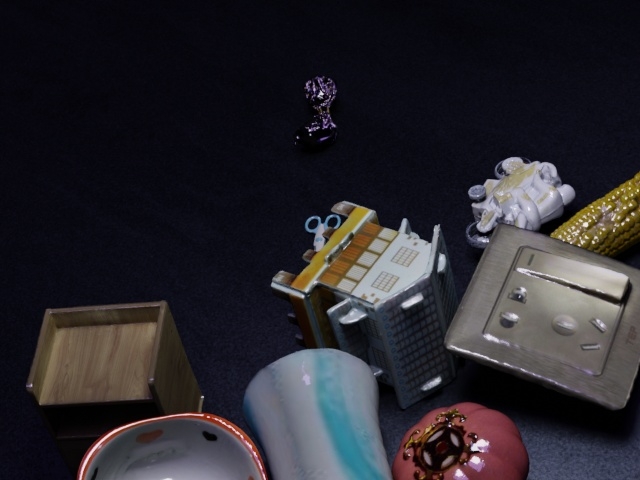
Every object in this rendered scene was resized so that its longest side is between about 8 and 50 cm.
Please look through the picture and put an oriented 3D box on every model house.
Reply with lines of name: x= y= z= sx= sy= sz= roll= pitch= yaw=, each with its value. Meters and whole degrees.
model house: x=0.081 y=0.086 z=1.930 sx=0.215 sy=0.224 sz=0.198 roll=18 pitch=53 yaw=30

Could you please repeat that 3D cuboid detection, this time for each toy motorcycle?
toy motorcycle: x=0.309 y=-0.058 z=2.122 sx=0.151 sy=0.074 sz=0.228 roll=3 pitch=37 yaw=24

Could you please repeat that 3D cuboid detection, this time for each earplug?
earplug: x=0.013 y=0.310 z=1.737 sx=0.185 sy=0.185 sz=0.324 roll=-15 pitch=41 yaw=0

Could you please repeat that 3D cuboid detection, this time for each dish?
dish: x=-0.184 y=0.346 z=1.735 sx=0.256 sy=0.117 sz=0.256 roll=6 pitch=60 yaw=-10

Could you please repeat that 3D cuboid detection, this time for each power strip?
power strip: x=0.320 y=0.113 z=1.912 sx=0.257 sy=0.092 sz=0.251 roll=19 pitch=55 yaw=14

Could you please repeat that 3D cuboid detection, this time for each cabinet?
cabinet: x=-0.275 y=0.212 z=1.906 sx=0.175 sy=0.215 sz=0.148 roll=-4 pitch=47 yaw=10

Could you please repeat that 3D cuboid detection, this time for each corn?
corn: x=0.458 y=-0.040 z=2.052 sx=0.320 sy=0.097 sz=0.097 roll=-31 pitch=46 yaw=-13

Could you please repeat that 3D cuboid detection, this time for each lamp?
lamp: x=0.180 y=0.294 z=1.768 sx=0.182 sy=0.140 sz=0.182 roll=-22 pitch=40 yaw=20

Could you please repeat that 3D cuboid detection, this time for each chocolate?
chocolate: x=-0.004 y=-0.209 z=2.373 sx=0.072 sy=0.070 sz=0.147 roll=5 pitch=57 yaw=5

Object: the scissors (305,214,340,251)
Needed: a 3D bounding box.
scissors: x=0.000 y=0.000 z=2.185 sx=0.058 sy=0.014 sz=0.119 roll=-5 pitch=42 yaw=11
